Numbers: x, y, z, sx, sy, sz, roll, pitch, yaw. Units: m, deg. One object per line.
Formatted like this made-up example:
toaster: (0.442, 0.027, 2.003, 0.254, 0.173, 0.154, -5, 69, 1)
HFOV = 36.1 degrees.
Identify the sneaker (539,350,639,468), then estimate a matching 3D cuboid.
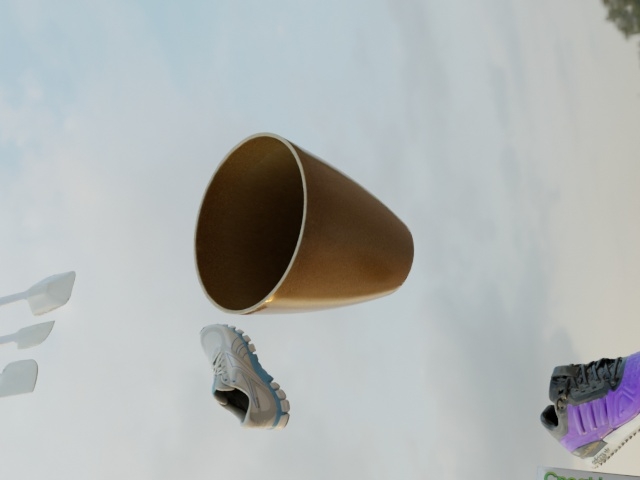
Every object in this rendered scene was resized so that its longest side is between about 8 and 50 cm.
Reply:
sneaker: (0.423, 0.229, 1.490, 0.102, 0.146, 0.293, -46, -14, -44)

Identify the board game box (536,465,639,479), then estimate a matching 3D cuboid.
board game box: (0.336, 0.300, 1.019, 0.305, 0.193, 0.053, 55, -139, -60)

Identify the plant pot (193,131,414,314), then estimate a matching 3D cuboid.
plant pot: (0.000, 0.000, 1.330, 0.254, 0.237, 0.237, 14, -112, -38)

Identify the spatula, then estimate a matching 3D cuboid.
spatula: (-0.403, 0.127, 1.252, 0.019, 0.242, 0.168, 32, -123, -38)

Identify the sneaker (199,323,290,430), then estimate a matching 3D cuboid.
sneaker: (-0.121, 0.182, 1.334, 0.083, 0.191, 0.071, -1, -53, -45)
